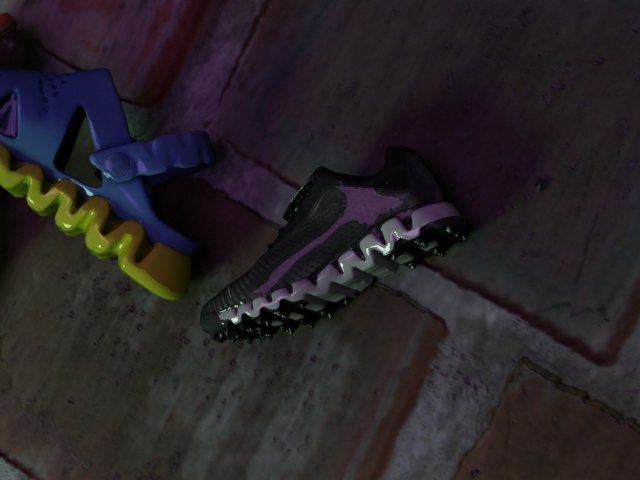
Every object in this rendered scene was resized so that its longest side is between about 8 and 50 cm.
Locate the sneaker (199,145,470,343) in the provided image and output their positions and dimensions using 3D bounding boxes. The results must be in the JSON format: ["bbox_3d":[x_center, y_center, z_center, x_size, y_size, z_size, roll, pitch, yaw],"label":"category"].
[{"bbox_3d":[0.000,0.000,1.568,0.234,0.078,0.106,-28,68,16],"label":"sneaker"}]

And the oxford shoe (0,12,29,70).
[{"bbox_3d":[-0.335,-0.026,1.736,0.133,0.130,0.364,29,88,-5],"label":"oxford shoe"}]

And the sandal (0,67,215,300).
[{"bbox_3d":[-0.213,-0.089,1.629,0.317,0.126,0.138,35,87,-7],"label":"sandal"}]
